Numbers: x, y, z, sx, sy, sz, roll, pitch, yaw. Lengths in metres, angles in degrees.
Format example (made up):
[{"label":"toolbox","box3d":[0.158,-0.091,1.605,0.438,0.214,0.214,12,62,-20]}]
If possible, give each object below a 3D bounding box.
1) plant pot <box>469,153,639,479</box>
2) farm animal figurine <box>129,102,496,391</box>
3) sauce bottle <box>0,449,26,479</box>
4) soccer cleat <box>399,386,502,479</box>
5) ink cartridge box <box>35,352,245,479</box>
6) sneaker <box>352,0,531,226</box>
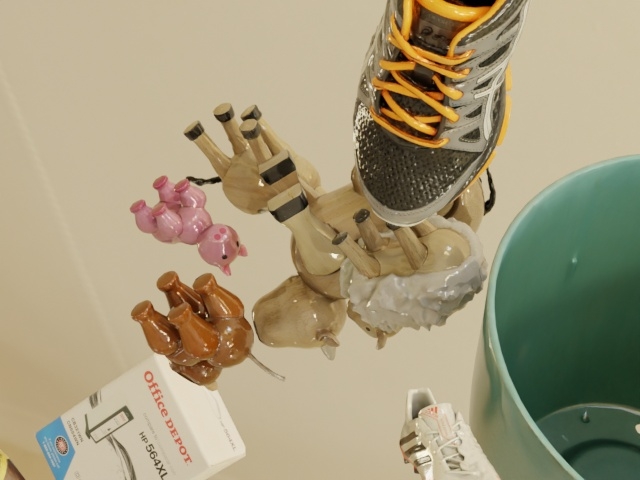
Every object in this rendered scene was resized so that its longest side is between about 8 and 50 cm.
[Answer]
[{"label":"plant pot","box3d":[0.230,0.126,0.751,0.293,0.293,0.235,28,-36,14]},{"label":"farm animal figurine","box3d":[0.000,0.000,0.967,0.327,0.330,0.172,-21,-57,24]},{"label":"sauce bottle","box3d":[-0.131,0.088,0.404,0.042,0.042,0.128,1,-45,38]},{"label":"soccer cleat","box3d":[0.052,0.086,0.461,0.083,0.029,0.035,-140,-135,-72]},{"label":"ink cartridge box","box3d":[-0.210,0.235,1.321,0.203,0.086,0.148,-35,-104,23]},{"label":"sneaker","box3d":[0.059,-0.098,0.556,0.084,0.083,0.215,23,-60,13]}]
